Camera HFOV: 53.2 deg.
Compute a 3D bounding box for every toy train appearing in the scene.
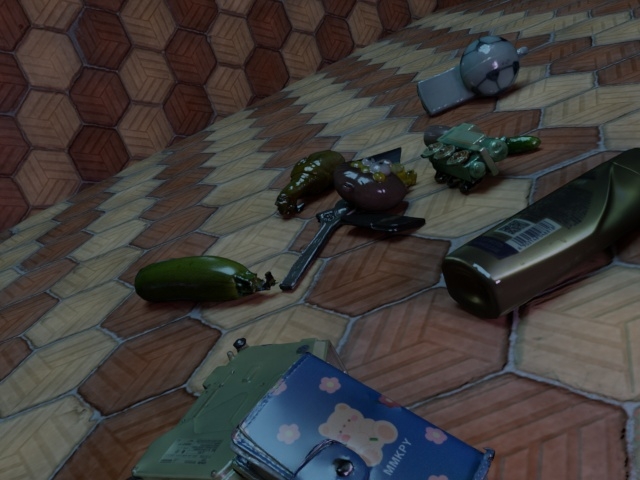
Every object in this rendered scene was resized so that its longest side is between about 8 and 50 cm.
[{"bbox_3d":[0.274,-0.161,1.199,0.125,0.080,0.194,-38,22,-4],"label":"toy train"}]

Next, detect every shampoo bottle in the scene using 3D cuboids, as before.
[{"bbox_3d":[0.325,-0.020,0.840,0.350,0.084,0.126,-30,25,-19],"label":"shampoo bottle"}]

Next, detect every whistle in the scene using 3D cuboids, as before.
[{"bbox_3d":[0.400,-0.431,1.637,0.290,0.163,0.163,-24,22,-2],"label":"whistle"}]

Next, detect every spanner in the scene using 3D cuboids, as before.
[{"bbox_3d":[0.000,0.000,1.182,0.093,0.026,0.325,-9,27,28],"label":"spanner"}]

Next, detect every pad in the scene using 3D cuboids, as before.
[{"bbox_3d":[0.073,-0.162,1.513,0.243,0.004,0.163,-15,23,16],"label":"pad"}]

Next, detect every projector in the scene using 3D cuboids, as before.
[{"bbox_3d":[-0.075,0.206,0.685,0.194,0.088,0.269,-11,24,32],"label":"projector"}]

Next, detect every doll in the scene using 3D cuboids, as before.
[{"bbox_3d":[0.104,-0.122,1.240,0.145,0.096,0.188,21,32,12],"label":"doll"}]

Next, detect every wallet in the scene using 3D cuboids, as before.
[{"bbox_3d":[0.107,-0.034,1.144,0.082,0.018,0.157,-12,13,-33],"label":"wallet"},{"bbox_3d":[0.033,0.190,0.553,0.202,0.059,0.141,25,47,25],"label":"wallet"}]

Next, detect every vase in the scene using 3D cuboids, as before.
[{"bbox_3d":[0.279,-0.226,1.403,0.053,0.053,0.101,-34,29,-28],"label":"vase"}]

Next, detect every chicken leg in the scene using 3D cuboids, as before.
[{"bbox_3d":[-0.034,-0.130,1.438,0.103,0.088,0.228,18,52,42],"label":"chicken leg"}]

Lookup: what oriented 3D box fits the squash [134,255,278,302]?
[{"bbox_3d":[-0.218,0.070,1.142,0.332,0.087,0.087,-2,29,36],"label":"squash"}]

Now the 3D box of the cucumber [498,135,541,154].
[{"bbox_3d":[0.355,-0.184,1.258,0.155,0.037,0.037,-2,29,42],"label":"cucumber"}]
